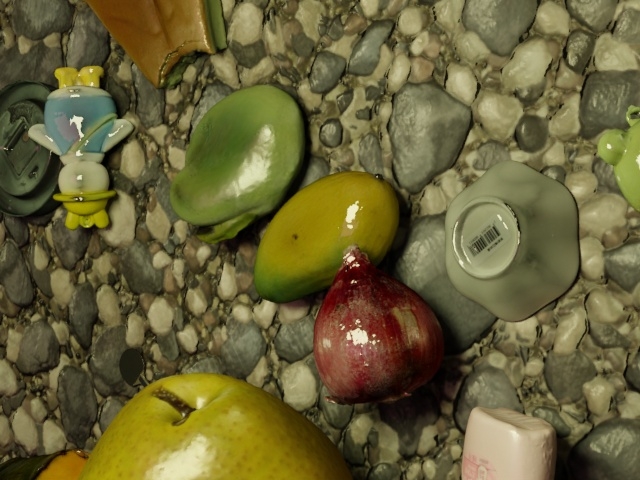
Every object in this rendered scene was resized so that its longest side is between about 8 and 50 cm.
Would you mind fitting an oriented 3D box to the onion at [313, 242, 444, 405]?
[{"bbox_3d":[0.062,0.099,1.641,0.159,0.159,0.195,-20,81,36],"label":"onion"}]

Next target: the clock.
[{"bbox_3d":[-0.452,-0.142,2.134,0.215,0.042,0.215,-3,85,38],"label":"clock"}]

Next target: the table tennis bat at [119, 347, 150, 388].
[{"bbox_3d":[-0.265,0.192,1.988,0.083,0.007,0.050,46,114,32],"label":"table tennis bat"}]

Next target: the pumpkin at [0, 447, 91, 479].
[{"bbox_3d":[-0.360,0.442,1.890,0.225,0.256,0.303,-30,66,59],"label":"pumpkin"}]

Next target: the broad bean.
[{"bbox_3d":[-0.108,-0.100,1.826,0.169,0.100,0.228,26,102,30],"label":"broad bean"}]

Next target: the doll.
[{"bbox_3d":[-0.350,-0.135,2.013,0.099,0.135,0.241,-1,92,56],"label":"doll"}]

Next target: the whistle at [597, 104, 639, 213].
[{"bbox_3d":[0.392,-0.023,1.413,0.288,0.131,0.106,63,152,19],"label":"whistle"}]

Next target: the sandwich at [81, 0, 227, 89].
[{"bbox_3d":[-0.246,-0.316,1.969,0.245,0.063,0.212,-14,80,38],"label":"sandwich"}]

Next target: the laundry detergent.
[{"bbox_3d":[0.195,0.362,1.549,0.159,0.088,0.335,-158,75,-74],"label":"laundry detergent"}]

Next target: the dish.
[{"bbox_3d":[0.206,-0.001,1.589,0.191,0.066,0.190,-3,85,38],"label":"dish"}]

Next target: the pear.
[{"bbox_3d":[-0.122,0.361,1.650,0.362,0.362,0.418,18,124,38],"label":"pear"}]

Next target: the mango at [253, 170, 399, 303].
[{"bbox_3d":[0.000,-0.007,1.738,0.237,0.091,0.137,-20,69,36],"label":"mango"}]
